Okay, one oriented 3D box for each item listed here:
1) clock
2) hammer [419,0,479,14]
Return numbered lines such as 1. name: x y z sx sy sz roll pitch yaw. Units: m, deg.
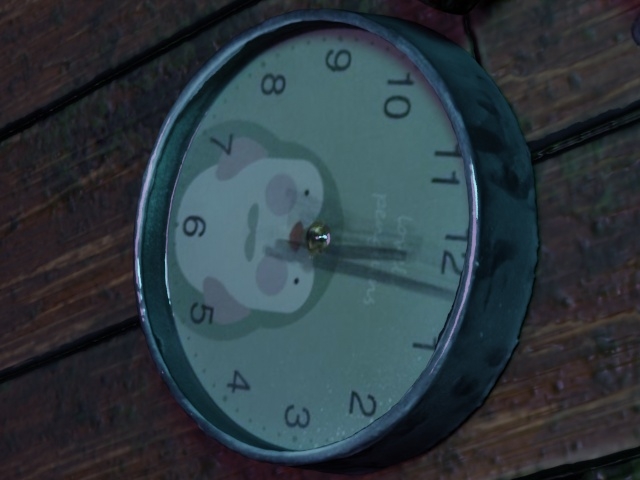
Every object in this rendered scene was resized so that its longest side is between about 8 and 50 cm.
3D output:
1. clock: 0.001 -0.001 1.262 0.319 0.066 0.318 -5 81 39
2. hammer: 0.217 -0.150 1.092 0.409 0.095 0.242 51 117 26
